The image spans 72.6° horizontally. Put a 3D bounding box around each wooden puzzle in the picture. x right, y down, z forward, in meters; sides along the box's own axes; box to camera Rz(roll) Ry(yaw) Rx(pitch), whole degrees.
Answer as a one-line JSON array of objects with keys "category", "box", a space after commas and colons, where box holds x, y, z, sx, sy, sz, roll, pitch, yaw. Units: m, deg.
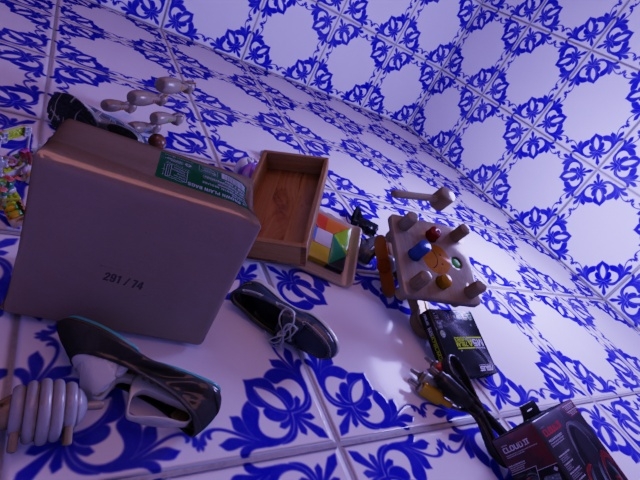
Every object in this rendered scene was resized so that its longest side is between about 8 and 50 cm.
[{"category": "wooden puzzle", "box": [0.000, 0.000, 1.233, 0.239, 0.044, 0.220, 22, 52, -12]}]

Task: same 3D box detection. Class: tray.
[{"category": "tray", "box": [-0.104, -0.105, 1.196, 0.203, 0.076, 0.410, 8, 41, 4]}]

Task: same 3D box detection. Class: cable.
[{"category": "cable", "box": [0.336, 0.379, 1.001, 0.287, 0.072, 0.140, 46, 44, 11]}]

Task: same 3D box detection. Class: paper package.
[{"category": "paper package", "box": [-0.308, -0.001, 0.736, 0.325, 0.309, 0.168, 18, 30, -25]}]

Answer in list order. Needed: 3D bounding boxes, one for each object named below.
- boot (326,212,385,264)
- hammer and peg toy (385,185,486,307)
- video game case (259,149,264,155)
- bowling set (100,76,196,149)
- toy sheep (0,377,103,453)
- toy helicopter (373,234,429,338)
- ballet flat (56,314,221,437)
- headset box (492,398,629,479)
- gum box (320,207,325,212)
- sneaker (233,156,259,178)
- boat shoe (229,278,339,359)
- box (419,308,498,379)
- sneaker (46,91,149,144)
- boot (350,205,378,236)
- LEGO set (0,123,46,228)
[{"category": "boot", "box": [0.099, -0.020, 1.428, 0.209, 0.076, 0.190, 31, 26, 15]}, {"category": "hammer and peg toy", "box": [0.303, 0.009, 1.238, 0.266, 0.127, 0.360, 10, 56, -23]}, {"category": "video game case", "box": [-0.110, -0.269, 1.676, 0.194, 0.023, 0.212, 4, 37, -40]}, {"category": "bowling set", "box": [-0.515, -0.377, 1.359, 0.287, 0.199, 0.154, -7, 12, 22]}, {"category": "toy sheep", "box": [-0.355, 0.223, 0.565, 0.132, 0.091, 0.091, 9, 34, -36]}, {"category": "toy helicopter", "box": [0.260, 0.121, 1.281, 0.235, 0.140, 0.354, 22, 40, -28]}, {"category": "ballet flat", "box": [-0.283, 0.208, 0.653, 0.281, 0.095, 0.096, 27, 39, -6]}, {"category": "headset box", "box": [0.504, 0.474, 0.888, 0.218, 0.110, 0.293, 3, 49, -42]}, {"category": "gum box", "box": [-0.079, -0.084, 1.334, 0.157, 0.041, 0.184, -21, 55, -35]}, {"category": "sneaker", "box": [-0.175, -0.224, 1.474, 0.237, 0.095, 0.104, -17, 58, -45]}, {"category": "boat shoe", "box": [-0.077, 0.169, 0.906, 0.255, 0.095, 0.079, 37, 27, 16]}, {"category": "box", "box": [0.366, 0.275, 1.159, 0.191, 0.045, 0.184, 9, 50, -35]}, {"category": "sneaker", "box": [-0.608, -0.304, 1.204, 0.283, 0.110, 0.122, 31, 10, -3]}, {"category": "boot", "box": [0.163, -0.069, 1.584, 0.099, 0.045, 0.121, 24, 35, -7]}, {"category": "LEGO set", "box": [-0.623, -0.152, 0.900, 0.132, 0.107, 0.287, 17, 30, -23]}]
